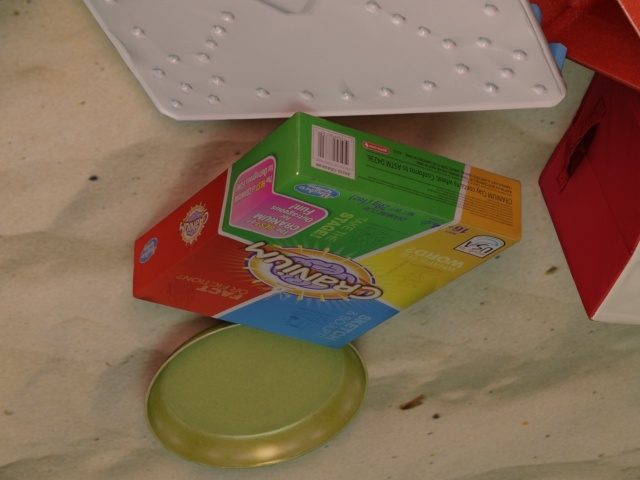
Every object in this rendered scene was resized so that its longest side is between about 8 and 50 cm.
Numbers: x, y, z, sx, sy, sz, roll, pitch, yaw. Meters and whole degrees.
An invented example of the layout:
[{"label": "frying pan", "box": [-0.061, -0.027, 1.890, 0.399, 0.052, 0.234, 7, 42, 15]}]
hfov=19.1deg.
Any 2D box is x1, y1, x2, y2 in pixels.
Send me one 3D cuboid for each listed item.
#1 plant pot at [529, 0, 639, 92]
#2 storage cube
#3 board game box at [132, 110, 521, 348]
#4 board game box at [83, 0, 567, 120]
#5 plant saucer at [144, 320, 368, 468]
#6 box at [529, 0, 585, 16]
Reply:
[{"label": "plant pot", "box": [0.249, -0.299, 1.471, 0.236, 0.267, 0.267, -38, 115, -4]}, {"label": "storage cube", "box": [0.349, -0.043, 1.825, 0.215, 0.193, 0.183, 7, 132, -19]}, {"label": "board game box", "box": [0.000, 0.000, 1.792, 0.242, 0.064, 0.316, 15, 151, -27]}, {"label": "board game box", "box": [-0.037, -0.243, 1.505, 0.390, 0.050, 0.390, 0, 143, 29]}, {"label": "plant saucer", "box": [-0.070, 0.155, 2.031, 0.241, 0.037, 0.241, -7, 135, -7]}, {"label": "box", "box": [0.213, -0.268, 1.632, 0.186, 0.038, 0.145, -4, 109, -8]}]
